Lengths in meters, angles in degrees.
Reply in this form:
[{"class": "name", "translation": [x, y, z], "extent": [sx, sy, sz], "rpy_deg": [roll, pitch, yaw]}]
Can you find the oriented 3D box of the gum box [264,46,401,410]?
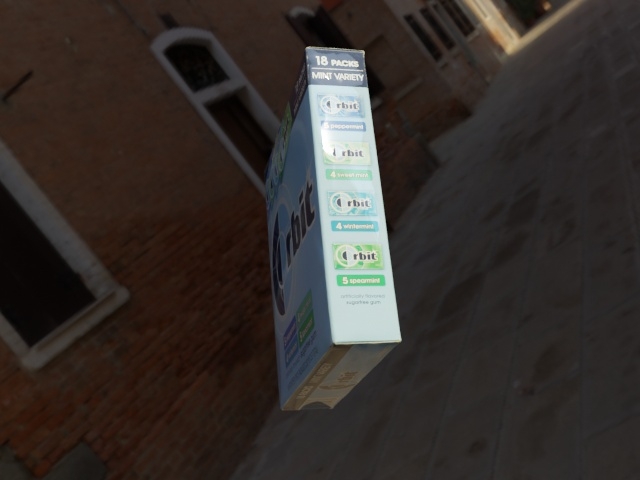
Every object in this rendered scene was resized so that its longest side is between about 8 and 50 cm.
[{"class": "gum box", "translation": [0.000, 0.000, 0.524], "extent": [0.041, 0.184, 0.157], "rpy_deg": [0, -24, -14]}]
